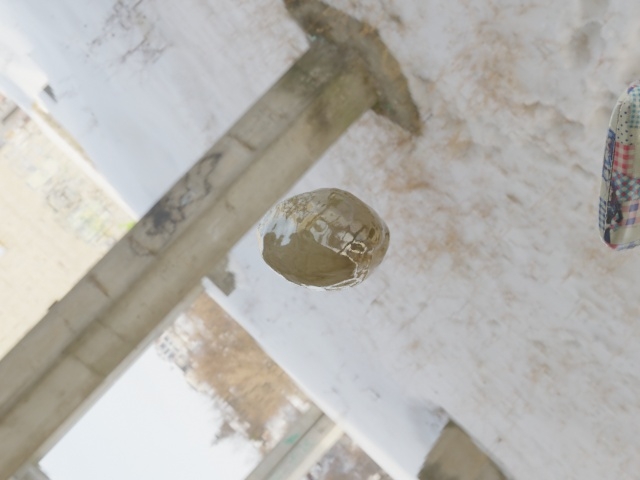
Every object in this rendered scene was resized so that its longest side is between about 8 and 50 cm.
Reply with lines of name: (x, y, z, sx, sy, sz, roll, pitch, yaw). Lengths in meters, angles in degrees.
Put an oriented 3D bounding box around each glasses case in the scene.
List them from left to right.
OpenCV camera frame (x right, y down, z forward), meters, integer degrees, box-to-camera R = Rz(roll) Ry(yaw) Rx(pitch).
glasses case: (0.518, -0.119, 1.356, 0.076, 0.125, 0.328, 48, 155, 47)

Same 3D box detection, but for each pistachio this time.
pistachio: (0.000, 0.000, 1.092, 0.226, 0.136, 0.136, 0, 139, 53)
